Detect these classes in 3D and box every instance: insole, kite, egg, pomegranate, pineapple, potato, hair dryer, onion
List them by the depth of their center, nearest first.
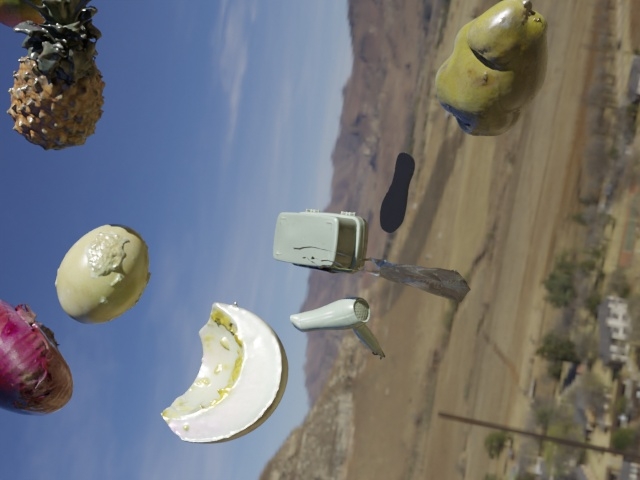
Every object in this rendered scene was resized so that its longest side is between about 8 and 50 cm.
[{"bbox_3d":[-0.426,-0.303,1.438,0.340,0.169,0.169,122,164,-49],"label":"pineapple"},{"bbox_3d":[0.105,0.047,1.487,0.169,0.310,0.015,71,-147,-71],"label":"kite"},{"bbox_3d":[-0.410,0.062,1.635,0.201,0.164,0.164,-57,-5,-7],"label":"egg"},{"bbox_3d":[-0.159,0.271,1.655,0.161,0.207,0.270,69,-147,-67],"label":"egg"},{"bbox_3d":[-0.614,-0.549,1.806,0.256,0.221,0.220,-126,44,-72],"label":"pomegranate"},{"bbox_3d":[0.377,-0.372,1.869,0.351,0.218,0.202,112,-178,-51],"label":"potato"},{"bbox_3d":[0.071,0.230,2.112,0.237,0.206,0.075,42,-133,-33],"label":"hair dryer"},{"bbox_3d":[-0.795,0.320,2.186,0.285,0.348,0.347,-44,-20,-27],"label":"onion"},{"bbox_3d":[0.216,-0.128,2.411,0.005,0.086,0.253,-21,-44,-43],"label":"insole"}]

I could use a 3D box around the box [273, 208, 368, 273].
[{"bbox_3d":[0.000,0.000,2.035,0.129,0.210,0.147,7,-91,-50],"label":"box"}]
